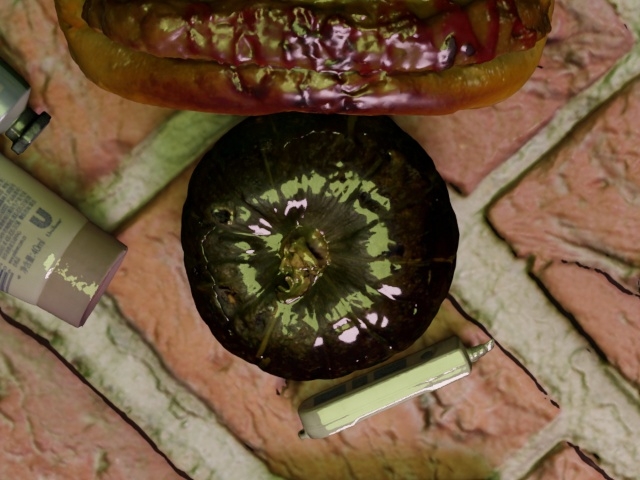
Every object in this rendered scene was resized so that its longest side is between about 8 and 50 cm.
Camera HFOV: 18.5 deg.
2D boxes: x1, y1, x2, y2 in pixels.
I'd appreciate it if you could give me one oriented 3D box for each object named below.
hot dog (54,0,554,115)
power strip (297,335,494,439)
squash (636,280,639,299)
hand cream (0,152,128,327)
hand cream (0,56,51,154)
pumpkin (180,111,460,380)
[{"bbox_3d":[-0.009,-0.194,1.512,0.405,0.223,0.185,1,105,-3],"label":"hot dog"},{"bbox_3d":[0.064,0.125,1.706,0.191,0.047,0.030,-24,101,6],"label":"power strip"},{"bbox_3d":[0.351,0.003,1.674,0.183,0.052,0.052,-36,105,8],"label":"squash"},{"bbox_3d":[-0.287,-0.021,1.642,0.248,0.083,0.133,33,103,0],"label":"hand cream"},{"bbox_3d":[-0.333,-0.174,1.597,0.271,0.058,0.091,41,114,-9],"label":"hand cream"},{"bbox_3d":[0.000,0.002,1.606,0.238,0.159,0.238,1,110,2],"label":"pumpkin"}]
